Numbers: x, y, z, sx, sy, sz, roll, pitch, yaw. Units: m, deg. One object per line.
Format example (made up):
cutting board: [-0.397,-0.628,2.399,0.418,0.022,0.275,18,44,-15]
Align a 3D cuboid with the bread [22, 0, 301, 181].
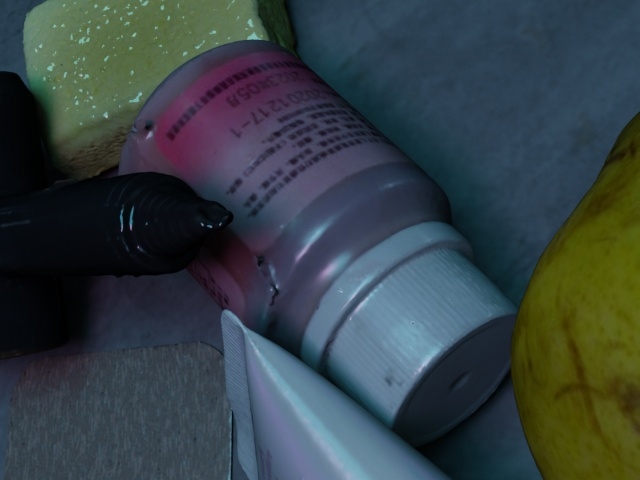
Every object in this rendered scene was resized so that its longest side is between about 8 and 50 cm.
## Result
bread: [-0.113,-0.132,0.861,0.188,0.068,0.125,-22,66,18]

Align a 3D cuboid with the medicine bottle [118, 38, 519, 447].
medicine bottle: [0.000,0.000,0.724,0.147,0.147,0.247,-47,61,5]

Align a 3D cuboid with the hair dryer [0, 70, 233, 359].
hair dryer: [-0.152,-0.024,0.727,0.352,0.107,0.189,-5,94,51]

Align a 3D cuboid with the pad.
pad: [-0.136,0.200,0.802,0.176,0.002,0.266,-8,71,23]

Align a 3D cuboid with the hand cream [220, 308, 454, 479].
hand cream: [0.072,0.191,0.630,0.118,0.185,0.358,-37,62,-21]

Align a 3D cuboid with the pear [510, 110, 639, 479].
pear: [0.219,0.055,0.530,0.280,0.281,0.281,-8,70,23]
